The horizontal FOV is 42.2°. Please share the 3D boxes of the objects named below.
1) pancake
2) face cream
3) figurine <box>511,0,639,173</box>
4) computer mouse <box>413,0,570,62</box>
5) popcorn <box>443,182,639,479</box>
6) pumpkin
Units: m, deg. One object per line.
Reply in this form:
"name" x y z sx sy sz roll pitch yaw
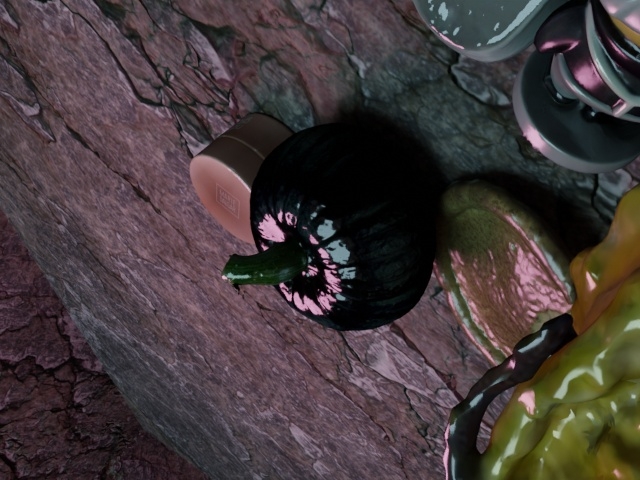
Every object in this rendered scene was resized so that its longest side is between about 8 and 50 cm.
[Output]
"pancake" 0.210 0.066 0.917 0.286 0.033 0.288 58 162 7
"face cream" -0.089 -0.083 1.118 0.149 0.104 0.149 34 150 23
"figurine" 0.239 -0.141 0.555 0.176 0.133 0.236 16 157 -2
"computer mouse" 0.151 -0.238 0.622 0.128 0.079 0.231 45 136 11
"popcorn" 0.273 0.114 0.591 0.349 0.382 0.349 -12 -90 -89
"pumpkin" 0.000 0.000 0.949 0.248 0.248 0.248 34 150 23
